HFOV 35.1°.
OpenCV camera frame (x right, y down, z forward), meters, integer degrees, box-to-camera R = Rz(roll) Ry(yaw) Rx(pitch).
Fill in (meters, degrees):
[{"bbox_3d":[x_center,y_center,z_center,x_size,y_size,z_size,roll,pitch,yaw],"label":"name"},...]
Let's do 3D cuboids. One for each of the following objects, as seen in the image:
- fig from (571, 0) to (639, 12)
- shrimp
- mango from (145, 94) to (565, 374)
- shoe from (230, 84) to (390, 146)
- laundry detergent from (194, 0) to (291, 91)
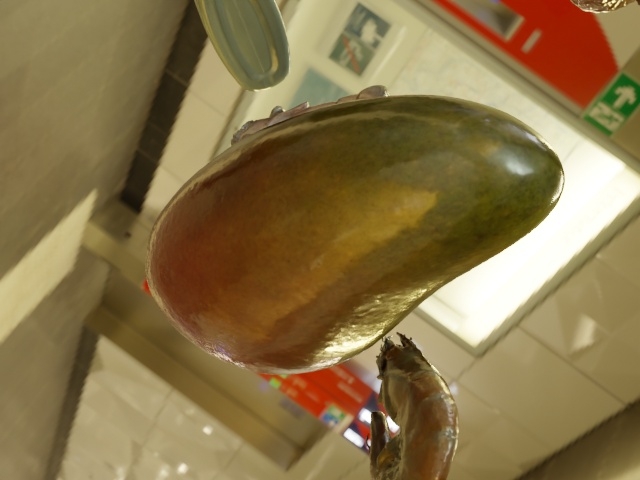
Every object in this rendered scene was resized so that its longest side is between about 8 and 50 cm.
[{"bbox_3d":[0.412,-0.360,1.403,0.146,0.134,0.201,-35,-145,28],"label":"fig"},{"bbox_3d":[0.074,0.163,0.914,0.236,0.053,0.133,-109,-149,-67],"label":"shrimp"},{"bbox_3d":[-0.005,-0.003,0.580,0.289,0.146,0.129,-37,-163,49],"label":"mango"},{"bbox_3d":[-0.007,-0.070,1.247,0.351,0.198,0.172,89,-7,-67],"label":"shoe"},{"bbox_3d":[-0.129,-0.350,1.455,0.105,0.215,0.280,-25,-146,0],"label":"laundry detergent"}]
